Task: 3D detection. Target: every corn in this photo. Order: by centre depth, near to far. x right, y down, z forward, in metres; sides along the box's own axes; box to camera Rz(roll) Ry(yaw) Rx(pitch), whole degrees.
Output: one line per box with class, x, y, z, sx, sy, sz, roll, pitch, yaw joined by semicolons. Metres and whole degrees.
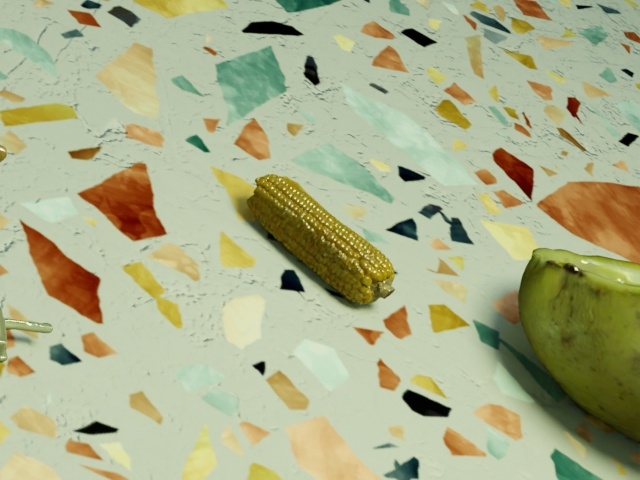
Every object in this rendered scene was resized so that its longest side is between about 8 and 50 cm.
corn;0.000;0.000;1.937;0.207;0.068;0.068;38;35;13

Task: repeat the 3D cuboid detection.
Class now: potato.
potato;0.356;0.135;1.954;0.280;0.212;0.330;15;7;20

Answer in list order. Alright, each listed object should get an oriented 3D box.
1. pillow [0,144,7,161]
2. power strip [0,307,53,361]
pillow;-0.478;-0.040;1.454;0.310;0.312;0.119;34;-3;7
power strip;-0.337;0.081;1.602;0.175;0.042;0.075;6;40;-32
